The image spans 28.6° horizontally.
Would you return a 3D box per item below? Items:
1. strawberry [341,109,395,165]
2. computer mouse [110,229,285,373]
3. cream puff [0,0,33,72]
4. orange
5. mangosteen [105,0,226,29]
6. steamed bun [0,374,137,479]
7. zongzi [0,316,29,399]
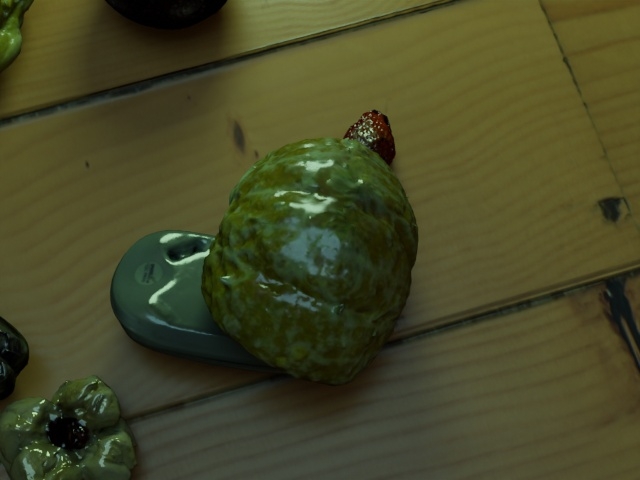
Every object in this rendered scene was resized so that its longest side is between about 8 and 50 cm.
[{"bbox_3d":[0.072,-0.144,1.835,0.083,0.083,0.096,26,69,8],"label":"strawberry"},{"bbox_3d":[-0.126,0.089,1.741,0.331,0.095,0.197,13,57,-7],"label":"computer mouse"},{"bbox_3d":[-0.579,-0.385,1.815,0.291,0.257,0.324,9,70,4],"label":"cream puff"},{"bbox_3d":[0.000,0.000,1.660,0.271,0.210,0.368,20,55,-4],"label":"orange"},{"bbox_3d":[-0.229,-0.443,1.842,0.236,0.261,0.235,0,68,0],"label":"mangosteen"},{"bbox_3d":[-0.337,0.279,1.662,0.178,0.106,0.192,-24,74,-7],"label":"steamed bun"},{"bbox_3d":[-0.521,0.051,1.729,0.290,0.154,0.317,13,65,-4],"label":"zongzi"}]
